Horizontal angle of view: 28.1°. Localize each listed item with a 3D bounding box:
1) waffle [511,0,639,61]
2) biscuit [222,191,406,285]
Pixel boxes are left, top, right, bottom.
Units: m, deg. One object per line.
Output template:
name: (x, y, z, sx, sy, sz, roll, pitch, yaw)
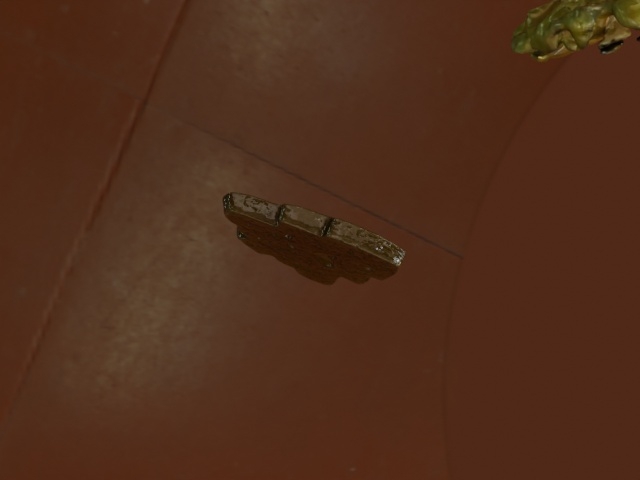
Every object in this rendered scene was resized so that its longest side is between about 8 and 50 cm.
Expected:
waffle: (0.277, -0.197, 0.935, 0.280, 0.262, 0.060, -13, 106, 57)
biscuit: (0.000, 0.000, 0.572, 0.092, 0.082, 0.016, 4, 66, 42)
